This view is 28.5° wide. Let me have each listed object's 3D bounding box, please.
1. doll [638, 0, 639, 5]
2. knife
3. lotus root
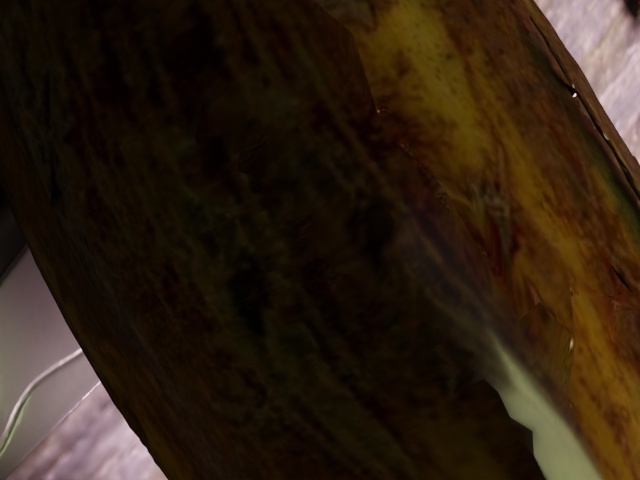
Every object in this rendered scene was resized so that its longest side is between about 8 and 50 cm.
[{"bbox_3d":[0.195,-0.169,0.709,0.094,0.079,0.180,-37,133,6],"label":"doll"},{"bbox_3d":[-0.052,-0.014,0.530,0.336,0.043,0.081,-44,115,-25],"label":"knife"},{"bbox_3d":[0.000,0.000,0.425,0.179,0.196,0.397,-25,84,-40],"label":"lotus root"}]
